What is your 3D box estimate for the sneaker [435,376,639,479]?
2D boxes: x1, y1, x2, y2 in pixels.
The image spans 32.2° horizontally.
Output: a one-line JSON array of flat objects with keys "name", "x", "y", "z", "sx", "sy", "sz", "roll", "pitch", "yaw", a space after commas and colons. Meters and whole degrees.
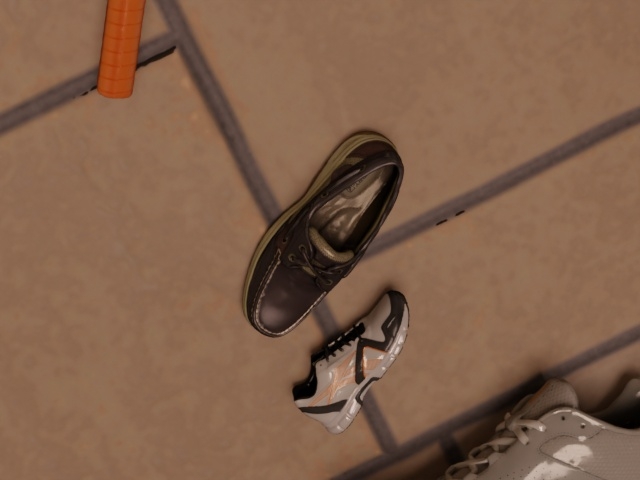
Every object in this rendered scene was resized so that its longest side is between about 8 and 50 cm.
[{"name": "sneaker", "x": 0.134, "y": 0.157, "z": 0.765, "sx": 0.262, "sy": 0.099, "sz": 0.121, "roll": -9, "pitch": 102, "yaw": -15}]

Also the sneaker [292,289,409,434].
[{"name": "sneaker", "x": 0.020, "y": 0.078, "z": 0.739, "sx": 0.043, "sy": 0.040, "sz": 0.109, "roll": 29, "pitch": 100, "yaw": -15}]

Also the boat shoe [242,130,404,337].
[{"name": "boat shoe", "x": 0.000, "y": 0.000, "z": 0.704, "sx": 0.056, "sy": 0.049, "sz": 0.152, "roll": 28, "pitch": 101, "yaw": -17}]

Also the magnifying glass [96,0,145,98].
[{"name": "magnifying glass", "x": -0.101, "y": -0.191, "z": 0.615, "sx": 0.026, "sy": 0.092, "sz": 0.231, "roll": 4, "pitch": 117, "yaw": -14}]
